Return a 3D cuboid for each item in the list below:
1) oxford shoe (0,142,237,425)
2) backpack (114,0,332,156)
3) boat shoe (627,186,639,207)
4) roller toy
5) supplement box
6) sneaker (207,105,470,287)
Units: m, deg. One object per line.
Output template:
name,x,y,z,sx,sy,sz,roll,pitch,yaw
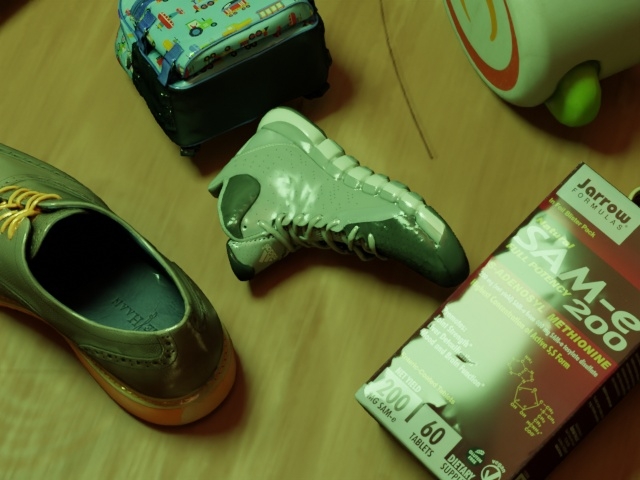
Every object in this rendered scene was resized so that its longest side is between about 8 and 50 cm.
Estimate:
oxford shoe,-0.212,-0.009,1.260,0.363,0.133,0.130,32,67,22
backpack,-0.094,-0.178,1.361,0.158,0.117,0.173,-26,51,-14
boat shoe,0.260,0.035,1.239,0.063,0.059,0.170,-15,59,-5
roller toy,0.188,-0.218,1.318,0.146,0.209,0.191,-23,39,-10
supplement box,0.156,0.075,1.182,0.239,0.073,0.130,-46,65,-5
sneaker,0.000,0.000,1.277,0.132,0.086,0.228,-43,54,-14
